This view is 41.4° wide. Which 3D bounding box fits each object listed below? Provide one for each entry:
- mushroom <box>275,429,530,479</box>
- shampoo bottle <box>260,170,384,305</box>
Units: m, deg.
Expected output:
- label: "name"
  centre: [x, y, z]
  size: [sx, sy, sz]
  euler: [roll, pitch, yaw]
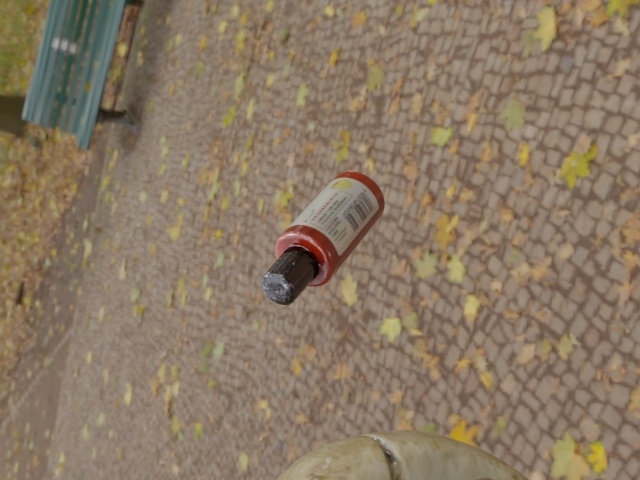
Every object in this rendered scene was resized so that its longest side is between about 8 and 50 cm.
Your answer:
- label: "mushroom"
  centre: [0.075, 0.203, 0.525]
  size: [0.189, 0.254, 0.195]
  euler: [-77, 12, -56]
- label: "shampoo bottle"
  centre: [0.000, 0.000, 1.334]
  size: [0.104, 0.104, 0.278]
  euler: [-48, 1, 45]
